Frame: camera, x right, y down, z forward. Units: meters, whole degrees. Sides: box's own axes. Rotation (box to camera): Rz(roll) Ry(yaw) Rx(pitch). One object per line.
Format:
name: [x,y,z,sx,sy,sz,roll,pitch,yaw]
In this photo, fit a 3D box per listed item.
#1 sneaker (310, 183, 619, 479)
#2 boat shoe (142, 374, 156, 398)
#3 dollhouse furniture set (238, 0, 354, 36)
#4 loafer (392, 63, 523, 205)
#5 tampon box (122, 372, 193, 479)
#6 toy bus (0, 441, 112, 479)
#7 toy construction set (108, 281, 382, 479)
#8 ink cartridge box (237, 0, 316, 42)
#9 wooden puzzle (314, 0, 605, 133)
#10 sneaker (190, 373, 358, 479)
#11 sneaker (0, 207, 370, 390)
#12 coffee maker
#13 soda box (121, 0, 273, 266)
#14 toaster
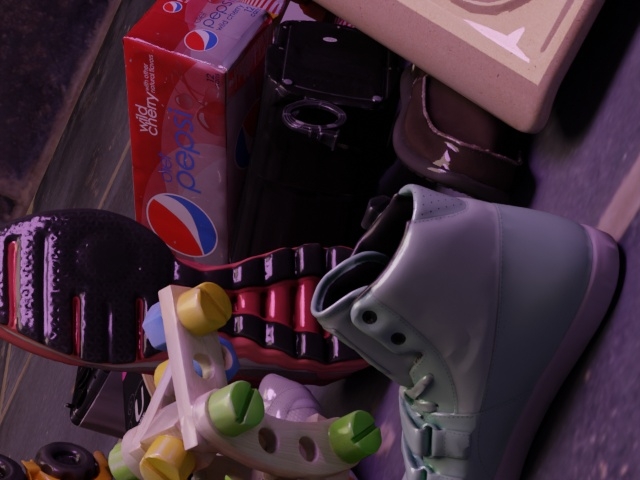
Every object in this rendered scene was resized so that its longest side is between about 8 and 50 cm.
sneaker: [0.047,0.085,1.023,0.094,0.151,0.256,-114,45,-67]
boat shoe: [-0.077,0.138,1.381,0.063,0.170,0.059,-38,-10,-12]
dollhouse furniture set: [-0.073,-0.107,1.606,0.374,0.152,0.201,-51,14,46]
loafer: [0.096,-0.097,1.220,0.220,0.080,0.078,-99,33,-61]
tampon box: [-0.101,0.127,1.520,0.161,0.101,0.120,-102,31,-49]
toy bus: [-0.277,0.319,1.836,0.211,0.220,0.149,34,118,43]
toy construction set: [-0.059,0.208,1.072,0.151,0.215,0.328,-14,49,47]
ink cartridge box: [-0.072,-0.206,1.789,0.092,0.158,0.218,-97,31,-60]
wooden puzzle: [0.117,-0.284,1.176,0.322,0.080,0.348,38,110,39]
sneaker: [-0.062,0.198,1.313,0.262,0.099,0.121,-47,45,36]
sneaker: [-0.106,0.066,1.309,0.136,0.313,0.116,117,159,-61]
coffee maker: [-0.012,-0.051,1.348,0.171,0.120,0.178,-44,-29,-52]
soda box: [-0.093,-0.070,1.435,0.083,0.092,0.263,-55,-23,-41]
toaster: [-0.180,0.105,1.853,0.186,0.110,0.168,-89,24,-51]
